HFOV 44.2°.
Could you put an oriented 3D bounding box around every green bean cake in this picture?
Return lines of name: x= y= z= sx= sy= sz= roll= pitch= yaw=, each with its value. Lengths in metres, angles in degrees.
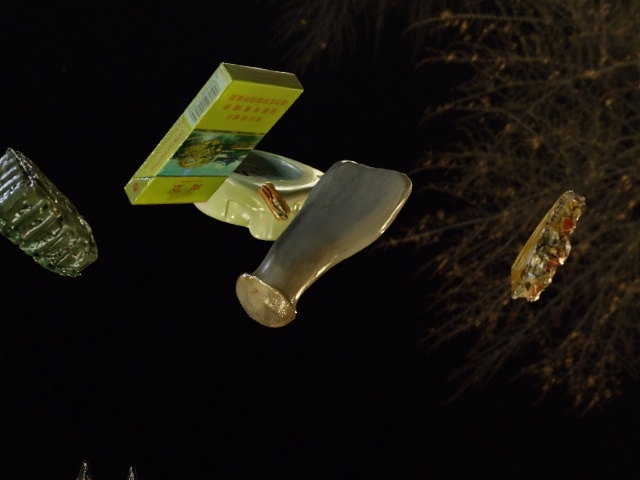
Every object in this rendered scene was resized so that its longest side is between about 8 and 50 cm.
green bean cake: x=-0.605 y=-0.055 z=1.707 sx=0.255 sy=0.132 sz=0.241 roll=51 pitch=172 yaw=-37

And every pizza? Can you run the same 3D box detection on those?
pizza: x=0.331 y=0.033 z=1.173 sx=0.062 sy=0.188 sz=0.199 roll=29 pitch=-134 yaw=9

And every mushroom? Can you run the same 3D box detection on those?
mushroom: x=0.000 y=0.000 z=1.276 sx=0.329 sy=0.159 sz=0.122 roll=-49 pitch=-67 yaw=-26

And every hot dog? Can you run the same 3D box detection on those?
hot dog: x=-0.088 y=-0.073 z=1.509 sx=0.083 sy=0.037 sz=0.021 roll=53 pitch=-167 yaw=-2

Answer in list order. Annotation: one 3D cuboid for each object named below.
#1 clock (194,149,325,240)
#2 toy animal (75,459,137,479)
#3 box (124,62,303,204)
clock: x=-0.155 y=-0.118 z=1.755 sx=0.348 sy=0.117 sz=0.286 roll=24 pitch=-157 yaw=29
toy animal: x=-0.337 y=0.371 z=1.042 sx=0.210 sy=0.121 sz=0.117 roll=-24 pitch=-75 yaw=-16
box: x=-0.196 y=-0.182 z=1.424 sx=0.187 sy=0.335 sz=0.047 roll=-6 pitch=-120 yaw=-51
